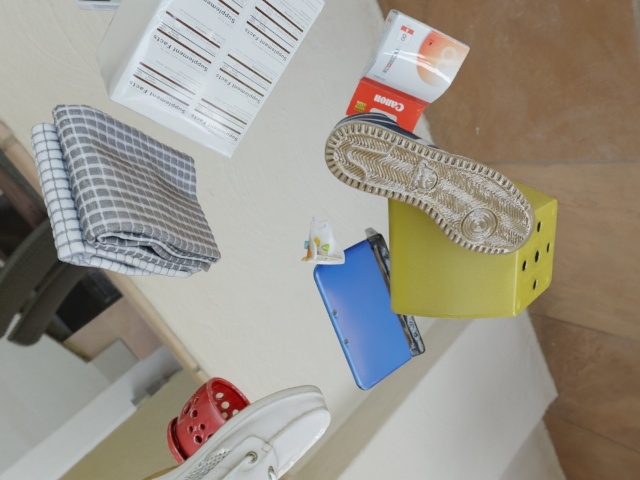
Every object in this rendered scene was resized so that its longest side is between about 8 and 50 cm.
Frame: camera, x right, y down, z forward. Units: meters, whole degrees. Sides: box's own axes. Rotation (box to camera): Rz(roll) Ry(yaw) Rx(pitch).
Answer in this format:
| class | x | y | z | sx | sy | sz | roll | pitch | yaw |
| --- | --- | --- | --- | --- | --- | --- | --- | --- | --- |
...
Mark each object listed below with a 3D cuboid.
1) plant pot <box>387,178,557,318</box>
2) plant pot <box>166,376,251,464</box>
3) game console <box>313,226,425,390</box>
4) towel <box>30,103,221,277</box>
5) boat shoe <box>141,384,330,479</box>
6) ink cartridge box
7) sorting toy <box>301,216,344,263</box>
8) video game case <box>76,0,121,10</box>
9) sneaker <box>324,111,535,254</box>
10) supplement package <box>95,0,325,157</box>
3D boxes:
| class | x | y | z | sx | sy | sz | roll | pitch | yaw |
| --- | --- | --- | --- | --- | --- | --- | --- | --- | --- |
| plant pot | 0.246 | 0.009 | 0.736 | 0.187 | 0.212 | 0.212 | 14 | 115 | 42 |
| plant pot | -0.274 | 0.467 | 1.172 | 0.191 | 0.174 | 0.191 | 50 | -176 | -5 |
| game console | 0.106 | 0.141 | 1.075 | 0.250 | 0.173 | 0.293 | -101 | -10 | -83 |
| towel | -0.289 | -0.064 | 0.751 | 0.235 | 0.121 | 0.283 | 62 | -165 | 20 |
| boat shoe | -0.082 | 0.238 | 0.429 | 0.096 | 0.277 | 0.098 | 29 | 132 | 39 |
| ink cartridge box | 0.142 | -0.267 | 0.786 | 0.179 | 0.145 | 0.045 | -66 | 27 | 24 |
| sorting toy | 0.000 | 0.000 | 0.787 | 0.045 | 0.075 | 0.083 | -6 | 169 | 36 |
| video game case | -0.428 | -0.578 | 1.059 | 0.173 | 0.190 | 0.022 | 13 | 149 | 20 |
| sneaker | 0.135 | -0.084 | 0.614 | 0.282 | 0.099 | 0.153 | 24 | -162 | -10 |
| supplement package | -0.139 | -0.245 | 0.549 | 0.149 | 0.203 | 0.194 | 23 | -161 | -40 |
